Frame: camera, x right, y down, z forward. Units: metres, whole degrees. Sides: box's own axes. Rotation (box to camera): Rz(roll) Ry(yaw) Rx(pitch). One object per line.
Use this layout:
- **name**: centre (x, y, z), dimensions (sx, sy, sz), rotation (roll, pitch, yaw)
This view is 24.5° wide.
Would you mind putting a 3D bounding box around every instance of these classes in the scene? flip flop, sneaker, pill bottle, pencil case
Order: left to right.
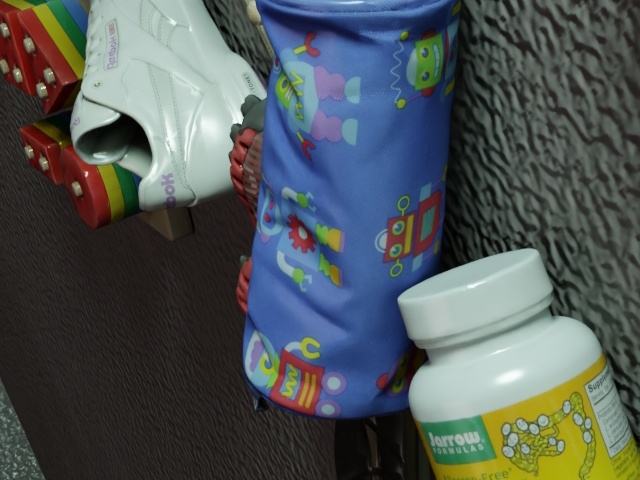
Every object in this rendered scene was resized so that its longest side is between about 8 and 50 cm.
- **sneaker**: centre (-0.151, -0.148, 1.188), dimensions (0.305, 0.152, 0.114), rotation (55, 157, 31)
- **sneaker**: centre (0.000, 0.000, 1.053), dimensions (0.135, 0.098, 0.276), rotation (52, 156, 34)
- **pencil case**: centre (0.014, -0.033, 0.905), dimensions (0.133, 0.119, 0.306), rotation (28, 129, 37)
- **flip flop**: centre (0.059, 0.227, 1.127), dimensions (0.112, 0.080, 0.277), rotation (0, 87, 49)
- **pill bottle**: centre (0.121, 0.116, 0.859), dimensions (0.117, 0.118, 0.208), rotation (-7, 104, 67)

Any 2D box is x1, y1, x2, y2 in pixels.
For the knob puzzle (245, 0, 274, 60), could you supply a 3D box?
- **knob puzzle**: centre (-0.040, -0.220, 1.023), dimensions (0.213, 0.030, 0.213), rotation (49, 151, 39)

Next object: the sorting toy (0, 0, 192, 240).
- **sorting toy**: centre (-0.246, -0.140, 1.494), dimensions (0.255, 0.089, 0.257), rotation (31, 138, 55)
